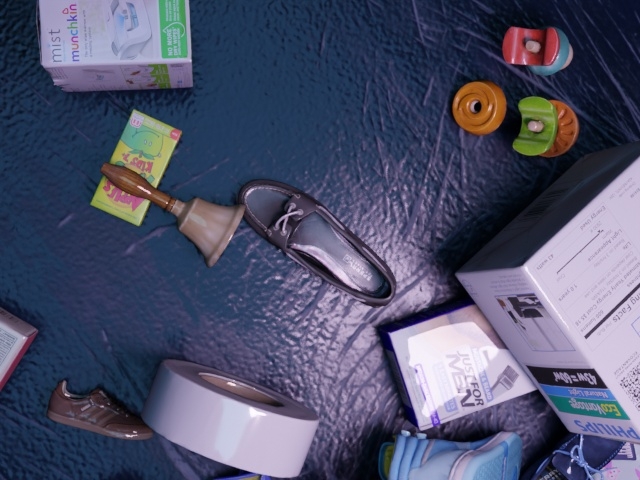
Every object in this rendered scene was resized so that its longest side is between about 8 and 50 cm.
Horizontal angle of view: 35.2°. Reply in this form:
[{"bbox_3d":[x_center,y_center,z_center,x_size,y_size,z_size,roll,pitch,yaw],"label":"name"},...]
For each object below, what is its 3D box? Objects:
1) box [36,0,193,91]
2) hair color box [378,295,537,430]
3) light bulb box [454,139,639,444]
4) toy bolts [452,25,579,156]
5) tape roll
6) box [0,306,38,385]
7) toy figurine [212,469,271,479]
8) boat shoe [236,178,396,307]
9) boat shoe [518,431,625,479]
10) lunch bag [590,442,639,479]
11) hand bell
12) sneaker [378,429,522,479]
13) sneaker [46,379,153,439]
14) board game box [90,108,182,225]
[{"bbox_3d":[-0.325,-0.320,1.651,0.231,0.262,0.127,-3,90,-6],"label":"box"},{"bbox_3d":[0.296,0.193,1.812,0.338,0.110,0.185,-19,92,-8],"label":"hair color box"},{"bbox_3d":[0.490,0.083,1.677,0.358,0.225,0.361,-39,99,-19],"label":"light bulb box"},{"bbox_3d":[0.374,-0.275,1.826,0.218,0.158,0.229,16,101,33],"label":"toy bolts"},{"bbox_3d":[-0.147,0.291,1.671,0.286,0.286,0.100,20,88,-7],"label":"tape roll"},{"bbox_3d":[-0.603,0.216,1.692,0.148,0.127,0.232,32,87,-7],"label":"box"},{"bbox_3d":[-0.127,0.436,1.704,0.362,0.217,0.191,-17,115,21],"label":"toy figurine"},{"bbox_3d":[0.000,0.000,1.777,0.335,0.095,0.112,37,87,-6],"label":"boat shoe"},{"bbox_3d":[0.450,0.405,1.786,0.109,0.089,0.258,39,117,5],"label":"boat shoe"},{"bbox_3d":[0.607,0.349,1.828,0.262,0.160,0.224,-12,95,7],"label":"lunch bag"},{"bbox_3d":[-0.262,-0.067,1.719,0.242,0.126,0.126,31,87,-11],"label":"hand bell"},{"bbox_3d":[0.223,0.384,1.762,0.208,0.319,0.127,6,87,29],"label":"sneaker"},{"bbox_3d":[-0.377,0.295,1.751,0.188,0.066,0.071,14,88,-7],"label":"sneaker"},{"bbox_3d":[-0.320,-0.126,1.763,0.092,0.043,0.181,24,88,-7],"label":"board game box"}]
